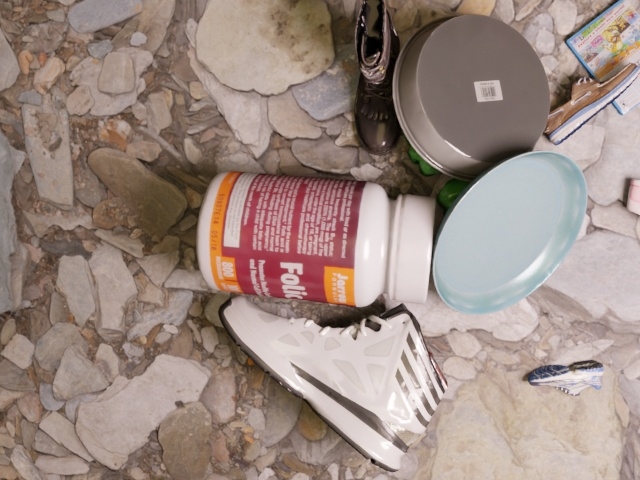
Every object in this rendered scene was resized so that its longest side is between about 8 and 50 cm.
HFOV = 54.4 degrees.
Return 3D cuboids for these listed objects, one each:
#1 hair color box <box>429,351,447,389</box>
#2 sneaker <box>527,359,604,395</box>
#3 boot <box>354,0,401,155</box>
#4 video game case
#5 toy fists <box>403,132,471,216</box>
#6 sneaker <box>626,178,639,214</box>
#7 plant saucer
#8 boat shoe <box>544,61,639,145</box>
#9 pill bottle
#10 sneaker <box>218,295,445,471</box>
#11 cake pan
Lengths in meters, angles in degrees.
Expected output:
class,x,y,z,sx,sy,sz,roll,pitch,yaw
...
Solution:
class,x,y,z,sx,sy,sz,roll,pitch,yaw
hair color box,0.167,0.280,1.206,0.141,0.043,0.072,-29,89,11
sneaker,0.455,0.263,1.151,0.135,0.052,0.058,-9,99,11
boot,0.090,-0.280,1.064,0.091,0.229,0.262,0,96,10
video game case,0.531,-0.322,1.092,0.119,0.015,0.166,-37,89,12
toy fists,0.251,-0.129,1.122,0.142,0.096,0.279,-30,91,-4
sneaker,0.605,-0.061,1.090,0.134,0.051,0.070,14,100,12
plant saucer,0.317,-0.013,1.064,0.318,0.043,0.317,-15,126,-21
boat shoe,0.462,-0.248,1.078,0.183,0.066,0.066,-41,79,20
pill bottle,0.000,0.000,1.113,0.392,0.224,0.224,5,97,10
sneaker,0.035,0.192,1.178,0.448,0.169,0.257,37,82,17
cake pan,0.264,-0.246,1.042,0.293,0.054,0.293,2,83,-18
